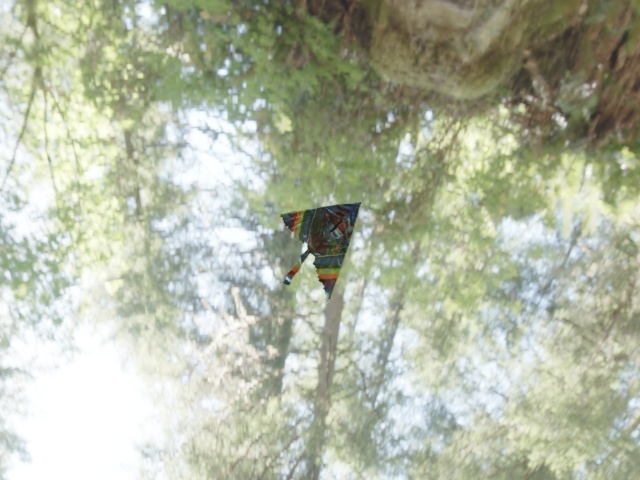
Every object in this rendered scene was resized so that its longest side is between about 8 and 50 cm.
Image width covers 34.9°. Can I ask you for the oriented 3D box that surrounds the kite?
[{"bbox_3d":[0.000,0.000,0.810,0.090,0.004,0.122,-47,-141,7],"label":"kite"}]
